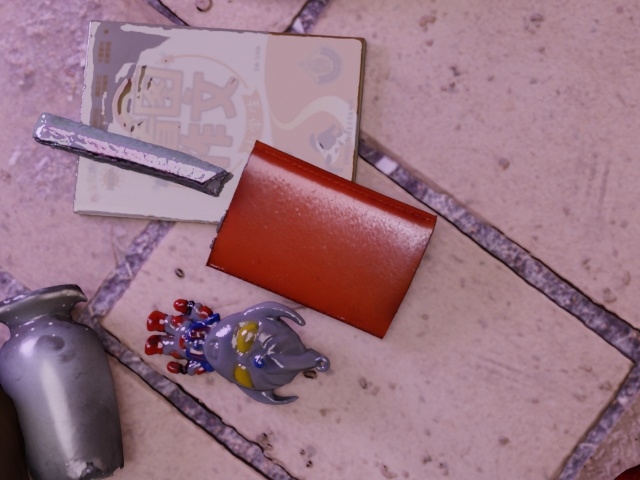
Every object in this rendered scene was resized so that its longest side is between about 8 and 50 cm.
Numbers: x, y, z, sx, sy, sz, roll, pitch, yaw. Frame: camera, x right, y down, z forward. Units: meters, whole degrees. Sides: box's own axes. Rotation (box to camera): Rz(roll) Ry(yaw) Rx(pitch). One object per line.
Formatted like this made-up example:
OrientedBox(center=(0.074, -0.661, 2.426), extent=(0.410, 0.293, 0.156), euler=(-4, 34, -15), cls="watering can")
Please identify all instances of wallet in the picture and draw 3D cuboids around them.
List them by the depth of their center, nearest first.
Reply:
OrientedBox(center=(0.000, 0.000, 1.530), extent=(0.204, 0.045, 0.142), euler=(23, 104, -1), cls="wallet")

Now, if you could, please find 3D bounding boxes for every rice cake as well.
OrientedBox(center=(-0.196, -0.088, 1.551), extent=(0.207, 0.033, 0.033), euler=(17, 80, 4), cls="rice cake")

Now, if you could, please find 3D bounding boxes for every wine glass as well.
OrientedBox(center=(-0.266, 0.149, 1.519), extent=(0.111, 0.111, 0.204), euler=(-17, 81, 2), cls="wine glass")

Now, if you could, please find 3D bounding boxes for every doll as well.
OrientedBox(center=(-0.084, 0.109, 1.536), extent=(0.194, 0.062, 0.104), euler=(10, 86, 11), cls="doll")

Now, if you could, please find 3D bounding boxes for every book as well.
OrientedBox(center=(-0.106, -0.120, 1.573), extent=(0.295, 0.020, 0.208), euler=(4, 88, 4), cls="book")

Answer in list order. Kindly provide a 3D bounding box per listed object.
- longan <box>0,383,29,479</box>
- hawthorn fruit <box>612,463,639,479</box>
OrientedBox(center=(-0.462, 0.242, 1.391), extent=(0.391, 0.391, 0.391), euler=(0, 86, 4), cls="longan")
OrientedBox(center=(0.343, 0.329, 1.451), extent=(0.189, 0.189, 0.251), euler=(13, 106, 4), cls="hawthorn fruit")
